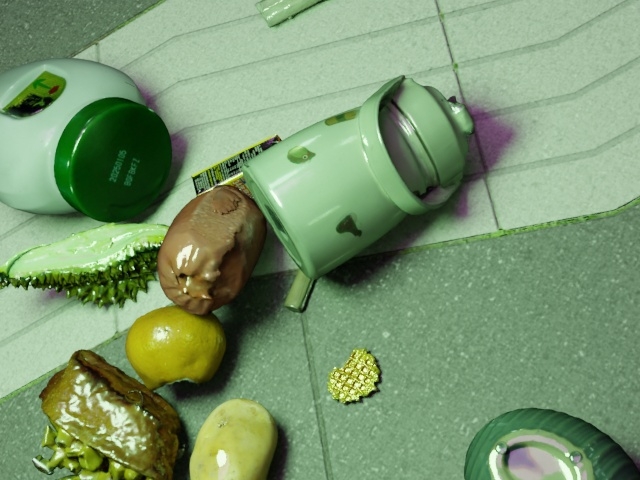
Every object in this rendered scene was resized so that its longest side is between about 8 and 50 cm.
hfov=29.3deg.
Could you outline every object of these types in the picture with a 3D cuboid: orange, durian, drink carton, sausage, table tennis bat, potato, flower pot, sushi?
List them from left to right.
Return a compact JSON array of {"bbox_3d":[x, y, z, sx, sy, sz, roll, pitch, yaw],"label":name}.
[{"bbox_3d":[-0.332,0.289,1.869,0.296,0.167,0.179,34,94,16],"label":"sushi"},{"bbox_3d":[-0.355,0.038,2.047,0.375,0.106,0.132,-11,62,-4],"label":"durian"},{"bbox_3d":[-0.222,0.168,1.892,0.157,0.156,0.134,-20,61,15],"label":"orange"},{"bbox_3d":[-0.166,0.009,1.900,0.152,0.152,0.279,-18,21,17],"label":"sausage"},{"bbox_3d":[-0.129,0.314,1.787,0.118,0.109,0.178,-14,50,46],"label":"potato"},{"bbox_3d":[-0.125,-0.111,2.045,0.166,0.071,0.056,-26,58,10],"label":"drink carton"},{"bbox_3d":[0.000,0.000,1.952,0.138,0.022,0.246,10,67,29],"label":"table tennis bat"},{"bbox_3d":[0.293,0.312,1.547,0.243,0.157,0.189,24,74,33],"label":"flower pot"}]

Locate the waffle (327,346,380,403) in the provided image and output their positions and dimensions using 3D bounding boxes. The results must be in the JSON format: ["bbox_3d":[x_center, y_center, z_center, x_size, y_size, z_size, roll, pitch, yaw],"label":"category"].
[{"bbox_3d":[0.048,0.203,1.816,0.085,0.016,0.078,-33,53,8],"label":"waffle"}]

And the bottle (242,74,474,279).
[{"bbox_3d":[0.082,-0.110,1.852,0.352,0.229,0.229,-30,53,-6],"label":"bottle"}]

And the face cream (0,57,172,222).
[{"bbox_3d":[-0.445,-0.179,2.140,0.357,0.219,0.312,24,62,41],"label":"face cream"}]

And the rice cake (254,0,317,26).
[{"bbox_3d":[0.002,-0.457,2.186,0.256,0.052,0.057,-26,52,12],"label":"rice cake"}]
